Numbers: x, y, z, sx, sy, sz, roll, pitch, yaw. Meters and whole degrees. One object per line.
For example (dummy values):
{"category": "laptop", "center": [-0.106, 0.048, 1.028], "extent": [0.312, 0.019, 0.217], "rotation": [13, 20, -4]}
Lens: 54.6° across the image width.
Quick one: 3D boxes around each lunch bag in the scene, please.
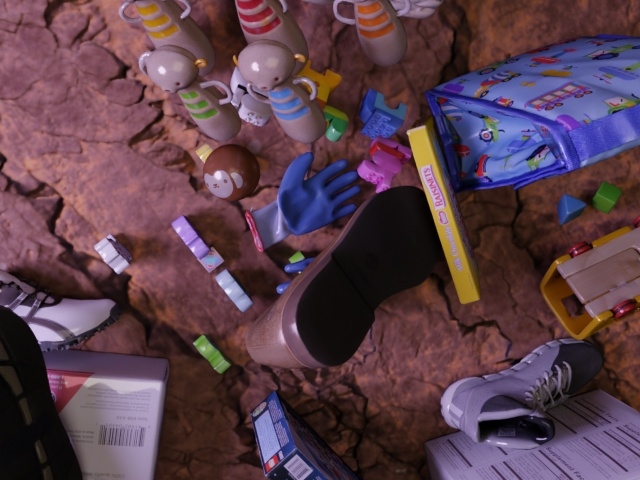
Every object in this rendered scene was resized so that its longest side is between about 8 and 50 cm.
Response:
{"category": "lunch bag", "center": [0.274, -0.138, 0.633], "extent": [0.221, 0.293, 0.138], "rotation": [-21, 101, -7]}

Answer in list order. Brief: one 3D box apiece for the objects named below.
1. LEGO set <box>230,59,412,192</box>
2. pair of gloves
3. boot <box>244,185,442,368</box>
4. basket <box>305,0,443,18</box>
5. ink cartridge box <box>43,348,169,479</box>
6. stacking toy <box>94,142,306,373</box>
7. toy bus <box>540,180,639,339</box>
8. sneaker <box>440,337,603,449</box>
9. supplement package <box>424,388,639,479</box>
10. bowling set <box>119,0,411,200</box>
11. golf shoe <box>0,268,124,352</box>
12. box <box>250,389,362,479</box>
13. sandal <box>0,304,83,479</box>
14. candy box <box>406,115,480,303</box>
{"category": "LEGO set", "center": [0.007, -0.123, 0.671], "extent": [0.227, 0.087, 0.093], "rotation": [22, 57, -12]}
{"category": "pair of gloves", "center": [0.000, 0.000, 0.717], "extent": [0.159, 0.023, 0.198], "rotation": [-29, 102, -28]}
{"category": "boot", "center": [0.032, 0.031, 0.675], "extent": [0.305, 0.115, 0.112], "rotation": [-39, 100, -44]}
{"category": "basket", "center": [0.017, -0.377, 0.519], "extent": [0.331, 0.328, 0.266], "rotation": [4, 92, -11]}
{"category": "ink cartridge box", "center": [-0.262, 0.240, 0.689], "extent": [0.159, 0.092, 0.217], "rotation": [8, 95, -11]}
{"category": "stacking toy", "center": [-0.120, 0.027, 0.706], "extent": [0.167, 0.052, 0.221], "rotation": [-40, 104, -3]}
{"category": "toy bus", "center": [0.381, 0.043, 0.778], "extent": [0.202, 0.104, 0.191], "rotation": [18, 64, 11]}
{"category": "sneaker", "center": [0.275, 0.201, 0.767], "extent": [0.229, 0.132, 0.086], "rotation": [-21, 102, -7]}
{"category": "supplement package", "center": [0.298, 0.340, 0.758], "extent": [0.263, 0.198, 0.199], "rotation": [-14, 100, -8]}
{"category": "bowling set", "center": [-0.067, -0.150, 0.557], "extent": [0.287, 0.154, 0.199], "rotation": [0, 67, 20]}
{"category": "golf shoe", "center": [-0.317, 0.072, 0.661], "extent": [0.198, 0.077, 0.093], "rotation": [-8, 100, -11]}
{"category": "box", "center": [0.018, 0.293, 0.716], "extent": [0.044, 0.159, 0.233], "rotation": [-42, 103, -5]}
{"category": "sandal", "center": [-0.305, 0.206, 0.587], "extent": [0.086, 0.120, 0.302], "rotation": [-4, 97, 21]}
{"category": "candy box", "center": [0.146, -0.039, 0.721], "extent": [0.027, 0.105, 0.205], "rotation": [-15, 103, 20]}
